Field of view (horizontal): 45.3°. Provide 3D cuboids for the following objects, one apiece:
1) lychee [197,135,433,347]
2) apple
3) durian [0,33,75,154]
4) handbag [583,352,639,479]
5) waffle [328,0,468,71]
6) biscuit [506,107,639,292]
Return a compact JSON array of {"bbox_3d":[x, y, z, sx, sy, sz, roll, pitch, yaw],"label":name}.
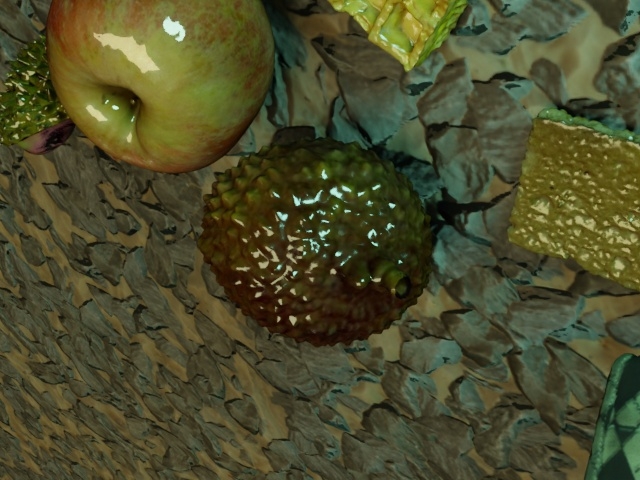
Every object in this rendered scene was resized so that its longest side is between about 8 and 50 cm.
[{"bbox_3d":[0.000,0.000,0.669,0.238,0.200,0.200,23,140,56],"label":"lychee"},{"bbox_3d":[-0.137,-0.159,0.675,0.209,0.164,0.209,19,143,16],"label":"apple"},{"bbox_3d":[-0.325,-0.161,0.874,0.186,0.108,0.119,-9,117,45],"label":"durian"},{"bbox_3d":[0.414,0.213,0.452,0.416,0.180,0.317,-5,137,48],"label":"handbag"},{"bbox_3d":[0.033,-0.264,0.516,0.219,0.057,0.229,39,139,8],"label":"waffle"},{"bbox_3d":[0.259,-0.011,0.564,0.237,0.026,0.131,22,137,24],"label":"biscuit"}]
